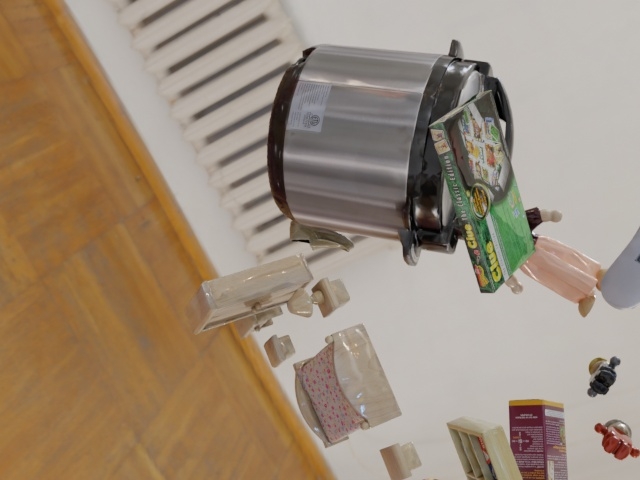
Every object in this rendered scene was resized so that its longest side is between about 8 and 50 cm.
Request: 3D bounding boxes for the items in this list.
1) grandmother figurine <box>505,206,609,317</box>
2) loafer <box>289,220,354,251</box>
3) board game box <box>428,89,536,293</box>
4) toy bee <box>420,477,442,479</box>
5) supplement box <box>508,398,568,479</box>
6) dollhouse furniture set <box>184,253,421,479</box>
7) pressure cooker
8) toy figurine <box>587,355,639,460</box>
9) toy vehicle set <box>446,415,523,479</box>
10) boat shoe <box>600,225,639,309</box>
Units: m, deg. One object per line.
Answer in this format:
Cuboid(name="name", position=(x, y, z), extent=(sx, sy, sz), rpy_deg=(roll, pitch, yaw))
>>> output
Cuboid(name="grandmother figurine", position=(0.451, 0.020, 1.817), extent=(0.342, 0.208, 0.104), rpy_deg=(27, 10, 6))
Cuboid(name="loafer", position=(0.000, 0.000, 1.797), extent=(0.056, 0.148, 0.050), rpy_deg=(58, 51, -76))
Cuboid(name="board game box", position=(0.236, -0.069, 1.202), extent=(0.136, 0.030, 0.259), rpy_deg=(-36, 114, -43))
Cuboid(name="toy bee", position=(0.152, 0.603, 1.786), extent=(0.162, 0.298, 0.195), rpy_deg=(39, -1, 18))
Cuboid(name="supplement box", position=(0.444, 0.423, 1.715), extent=(0.104, 0.081, 0.188), rpy_deg=(19, 67, -48))
Cuboid(name="dollhouse furniture set", position=(-0.054, 0.222, 1.240), extent=(0.174, 0.303, 0.355), rpy_deg=(-16, 74, -27))
Cuboid(name="pressure cooker", position=(0.149, -0.172, 1.592), extent=(0.375, 0.420, 0.370), rpy_deg=(-50, 144, -55))
Cuboid(name="toy figurine", position=(0.654, 0.328, 1.704), extent=(0.148, 0.213, 0.209), rpy_deg=(-8, 83, -70))
Cuboid(name="toy vehicle set", position=(0.288, 0.415, 1.329), extent=(0.166, 0.035, 0.267), rpy_deg=(142, -73, -77))
Cuboid(name="boat shoe", position=(0.523, -0.003, 1.266), extent=(0.095, 0.258, 0.084), rpy_deg=(50, 21, 26))
